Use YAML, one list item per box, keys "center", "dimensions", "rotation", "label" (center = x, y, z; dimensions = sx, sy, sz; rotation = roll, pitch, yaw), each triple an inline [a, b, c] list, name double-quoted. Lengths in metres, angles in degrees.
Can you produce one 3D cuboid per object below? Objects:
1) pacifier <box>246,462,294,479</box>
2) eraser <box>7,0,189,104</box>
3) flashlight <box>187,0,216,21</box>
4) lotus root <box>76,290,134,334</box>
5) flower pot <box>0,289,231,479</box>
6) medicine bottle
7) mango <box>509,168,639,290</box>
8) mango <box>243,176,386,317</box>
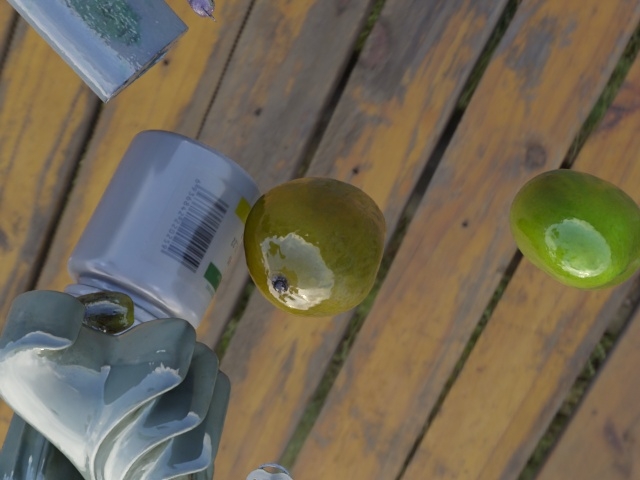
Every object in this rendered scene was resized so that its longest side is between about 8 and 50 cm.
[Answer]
- center: [-0.078, 0.376, 2.118]
  dimensions: [0.083, 0.064, 0.068]
  rotation: [8, 107, 14]
  label: "pacifier"
- center: [-0.310, -0.316, 1.888]
  dimensions: [0.227, 0.174, 0.081]
  rotation: [47, 145, -6]
  label: "eraser"
- center: [-0.171, -0.332, 1.831]
  dimensions: [0.031, 0.052, 0.110]
  rotation: [-40, 81, 7]
  label: "flashlight"
- center: [-0.267, 0.088, 1.646]
  dimensions: [0.099, 0.049, 0.054]
  rotation: [-8, 79, 4]
  label: "lotus root"
- center: [-0.236, 0.214, 1.569]
  dimensions: [0.254, 0.164, 0.367]
  rotation: [13, 137, -3]
  label: "flower pot"
- center: [-0.243, 0.034, 1.984]
  dimensions: [0.208, 0.208, 0.339]
  rotation: [23, 72, 6]
  label: "medicine bottle"
- center: [0.337, -0.016, 1.848]
  dimensions: [0.185, 0.273, 0.149]
  rotation: [37, 101, 18]
  label: "mango"
- center: [-0.007, -0.004, 1.952]
  dimensions: [0.195, 0.331, 0.142]
  rotation: [34, 114, -6]
  label: "mango"
